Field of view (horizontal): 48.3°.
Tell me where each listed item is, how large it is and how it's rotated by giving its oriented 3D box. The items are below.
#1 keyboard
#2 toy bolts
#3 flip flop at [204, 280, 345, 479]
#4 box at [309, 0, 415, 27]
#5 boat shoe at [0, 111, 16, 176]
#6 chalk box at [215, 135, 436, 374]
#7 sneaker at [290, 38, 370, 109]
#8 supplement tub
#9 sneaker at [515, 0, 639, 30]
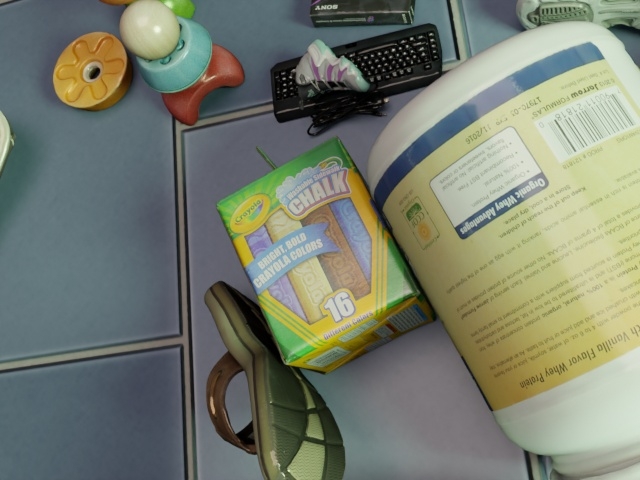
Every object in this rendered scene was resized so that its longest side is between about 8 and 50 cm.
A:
[{"bbox_3d":[0.036,-0.177,0.767,0.192,0.038,0.100,-13,72,14],"label":"keyboard"},{"bbox_3d":[-0.221,-0.231,0.793,0.218,0.158,0.228,-45,67,0],"label":"toy bolts"},{"bbox_3d":[-0.061,0.131,0.625,0.080,0.112,0.277,-41,36,2],"label":"flip flop"},{"bbox_3d":[0.055,-0.319,0.807,0.116,0.029,0.162,3,77,17],"label":"box"},{"bbox_3d":[-0.462,-0.015,0.839,0.117,0.097,0.324,26,86,-19],"label":"boat shoe"},{"bbox_3d":[0.000,0.000,0.676,0.132,0.132,0.213,-28,70,8],"label":"chalk box"},{"bbox_3d":[0.004,-0.161,0.741,0.069,0.038,0.098,-48,47,5],"label":"sneaker"},{"bbox_3d":[0.199,0.021,0.549,0.228,0.228,0.316,-29,76,7],"label":"supplement tub"},{"bbox_3d":[0.312,-0.261,0.683,0.232,0.090,0.115,8,74,18],"label":"sneaker"}]
